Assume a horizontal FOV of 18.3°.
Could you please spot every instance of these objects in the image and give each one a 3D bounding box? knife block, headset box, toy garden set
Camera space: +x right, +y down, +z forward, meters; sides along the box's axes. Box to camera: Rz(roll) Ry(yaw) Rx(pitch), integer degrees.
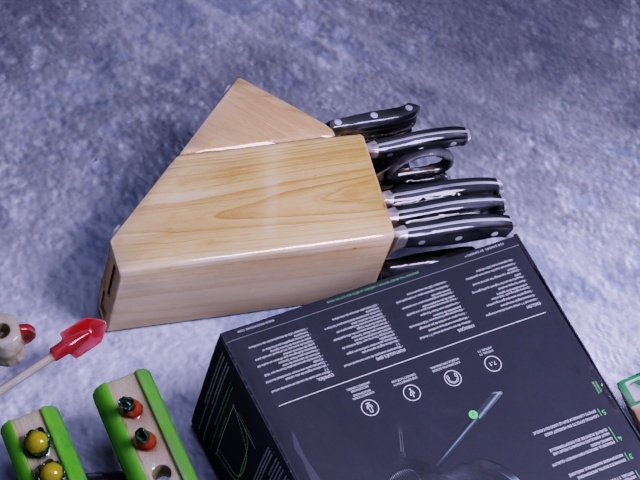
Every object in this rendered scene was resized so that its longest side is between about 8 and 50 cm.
[{"bbox_3d":[0.000,0.000,1.489,0.242,0.088,0.276,30,55,8],"label":"knife block"},{"bbox_3d":[0.086,0.172,1.369,0.246,0.131,0.283,-19,63,-24],"label":"headset box"},{"bbox_3d":[-0.228,0.131,1.338,0.244,0.049,0.204,-21,59,-11],"label":"toy garden set"}]

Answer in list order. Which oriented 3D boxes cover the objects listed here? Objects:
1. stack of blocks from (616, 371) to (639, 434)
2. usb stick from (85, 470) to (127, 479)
[{"bbox_3d":[0.370,0.092,1.424,0.297,0.087,0.171,-26,22,3],"label":"stack of blocks"},{"bbox_3d":[-0.142,0.281,1.294,0.077,0.045,0.278,-3,57,-4],"label":"usb stick"}]
